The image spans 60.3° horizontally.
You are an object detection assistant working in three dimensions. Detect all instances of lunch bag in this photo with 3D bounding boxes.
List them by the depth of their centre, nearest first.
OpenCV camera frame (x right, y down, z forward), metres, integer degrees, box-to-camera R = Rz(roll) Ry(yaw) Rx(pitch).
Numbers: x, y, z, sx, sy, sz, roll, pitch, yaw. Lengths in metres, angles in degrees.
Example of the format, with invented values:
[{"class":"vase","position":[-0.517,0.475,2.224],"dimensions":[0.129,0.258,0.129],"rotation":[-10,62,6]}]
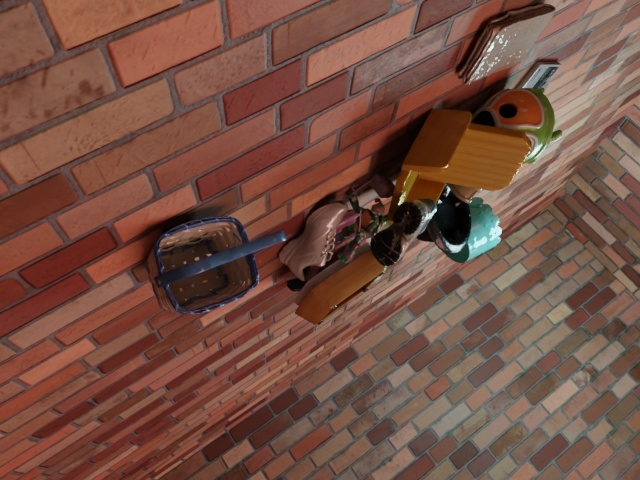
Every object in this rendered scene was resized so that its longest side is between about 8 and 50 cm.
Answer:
[{"class":"lunch bag","position":[0.198,-0.169,1.708],"dimensions":[0.083,0.071,0.053],"rotation":[-13,150,-51]}]

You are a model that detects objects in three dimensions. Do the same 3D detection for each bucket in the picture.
[{"class":"bucket","position":[0.636,-0.047,2.432],"dimensions":[0.183,0.281,0.281],"rotation":[-29,158,-19]}]

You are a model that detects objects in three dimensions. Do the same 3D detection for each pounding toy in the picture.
[{"class":"pounding toy","position":[0.557,-0.246,2.026],"dimensions":[0.270,0.154,0.155],"rotation":[-16,150,-47]}]

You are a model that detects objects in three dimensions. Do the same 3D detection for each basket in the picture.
[{"class":"basket","position":[-0.245,0.050,1.202],"dimensions":[0.255,0.201,0.289],"rotation":[-19,-176,-43]}]

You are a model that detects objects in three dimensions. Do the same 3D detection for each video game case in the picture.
[{"class":"video game case","position":[0.722,-0.529,1.889],"dimensions":[0.173,0.022,0.190],"rotation":[-17,150,-44]}]

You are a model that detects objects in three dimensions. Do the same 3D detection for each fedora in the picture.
[{"class":"fedora","position":[0.444,-0.090,2.116],"dimensions":[0.153,0.333,0.334],"rotation":[-11,-179,40]}]

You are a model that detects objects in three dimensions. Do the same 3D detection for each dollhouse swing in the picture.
[{"class":"dollhouse swing","position":[0.412,-0.176,1.661],"dimensions":[0.315,0.305,0.347],"rotation":[-60,169,-24]}]

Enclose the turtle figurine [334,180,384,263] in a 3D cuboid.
[{"class":"turtle figurine","position":[0.120,-0.050,1.642],"dimensions":[0.118,0.175,0.234],"rotation":[19,126,-26]}]

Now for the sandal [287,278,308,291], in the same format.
[{"class":"sandal","position":[-0.044,0.146,1.991],"dimensions":[0.179,0.067,0.040],"rotation":[-9,134,-48]}]

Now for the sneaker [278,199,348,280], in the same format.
[{"class":"sneaker","position":[0.000,0.000,1.656],"dimensions":[0.111,0.129,0.297],"rotation":[-9,144,-51]}]

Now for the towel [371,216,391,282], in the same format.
[{"class":"towel","position":[0.230,0.044,2.157],"dimensions":[0.248,0.038,0.324],"rotation":[-11,130,-52]}]

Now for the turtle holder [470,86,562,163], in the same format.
[{"class":"turtle holder","position":[0.575,-0.356,1.772],"dimensions":[0.228,0.243,0.320],"rotation":[-9,-176,-28]}]

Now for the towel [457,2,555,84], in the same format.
[{"class":"towel","position":[0.496,-0.528,1.478],"dimensions":[0.282,0.049,0.187],"rotation":[-26,158,-32]}]

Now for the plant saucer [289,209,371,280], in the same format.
[{"class":"plant saucer","position":[0.050,0.035,1.880],"dimensions":[0.332,0.084,0.332],"rotation":[-33,158,-15]}]

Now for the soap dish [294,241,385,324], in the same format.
[{"class":"soap dish","position":[0.065,0.146,1.799],"dimensions":[0.291,0.118,0.229],"rotation":[-32,168,-28]}]

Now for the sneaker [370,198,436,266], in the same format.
[{"class":"sneaker","position":[0.258,-0.021,1.661],"dimensions":[0.122,0.110,0.283],"rotation":[-21,159,-38]}]
